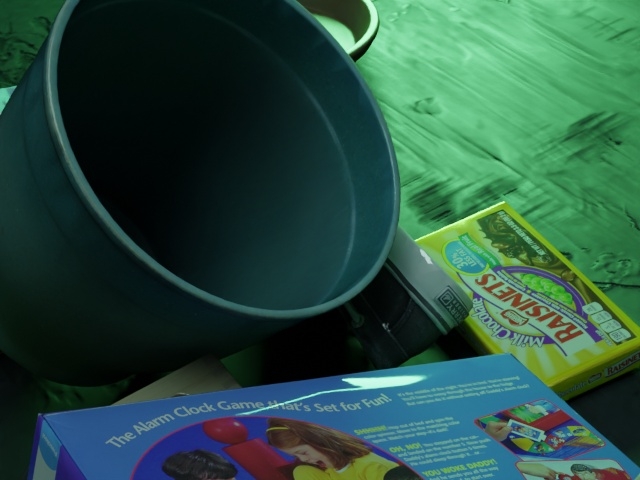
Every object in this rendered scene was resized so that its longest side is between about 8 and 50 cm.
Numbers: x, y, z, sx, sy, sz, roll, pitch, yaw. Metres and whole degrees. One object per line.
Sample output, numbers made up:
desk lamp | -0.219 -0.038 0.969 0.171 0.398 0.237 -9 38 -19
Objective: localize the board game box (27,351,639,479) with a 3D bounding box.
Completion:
board game box | 0.038 0.173 0.837 0.347 0.078 0.233 -4 31 -33

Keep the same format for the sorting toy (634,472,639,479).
sorting toy | 0.113 0.263 0.684 0.089 0.257 0.255 7 37 46

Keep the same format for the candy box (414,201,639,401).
candy box | 0.153 0.047 1.122 0.105 0.027 0.206 -25 40 -14

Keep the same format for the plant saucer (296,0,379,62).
plant saucer | -0.080 -0.203 1.449 0.278 0.041 0.278 -1 31 1

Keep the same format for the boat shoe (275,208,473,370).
boat shoe | 0.000 0.000 1.158 0.102 0.108 0.301 -42 46 -2

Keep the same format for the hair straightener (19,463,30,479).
hair straightener | -0.231 0.226 0.964 0.089 0.047 0.230 10 46 23

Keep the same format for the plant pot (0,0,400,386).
plant pot | -0.126 -0.024 1.044 0.255 0.271 0.271 -36 14 45

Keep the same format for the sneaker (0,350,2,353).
sneaker | -0.338 0.047 1.153 0.290 0.106 0.123 -24 40 -19

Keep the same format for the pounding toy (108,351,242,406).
pounding toy | -0.091 0.144 0.979 0.141 0.130 0.100 -27 54 -23

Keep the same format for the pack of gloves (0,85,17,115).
pack of gloves | -0.276 -0.103 1.403 0.232 0.046 0.195 -17 27 -15
